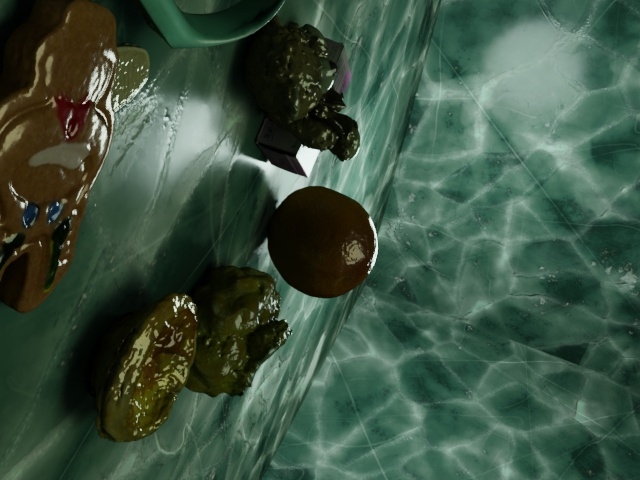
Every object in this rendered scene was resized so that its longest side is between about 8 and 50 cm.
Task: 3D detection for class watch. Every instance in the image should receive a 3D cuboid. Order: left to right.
[{"bbox_3d":[-0.118,-0.304,0.729,0.195,0.068,0.237,-35,156,-1],"label":"watch"}]

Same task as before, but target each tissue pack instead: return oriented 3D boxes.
[{"bbox_3d":[-0.029,-0.265,1.376,0.148,0.093,0.246,56,55,-75],"label":"tissue pack"}]

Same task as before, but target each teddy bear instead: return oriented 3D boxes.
[{"bbox_3d":[-0.042,-0.268,1.169,0.256,0.156,0.267,53,18,-78],"label":"teddy bear"}]

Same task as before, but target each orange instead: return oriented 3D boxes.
[{"bbox_3d":[0.000,0.000,1.580,0.264,0.264,0.264,20,90,-79],"label":"orange"}]

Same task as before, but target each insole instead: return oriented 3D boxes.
[{"bbox_3d":[-0.252,-0.151,0.729,0.248,0.011,0.081,-56,163,-50],"label":"insole"}]

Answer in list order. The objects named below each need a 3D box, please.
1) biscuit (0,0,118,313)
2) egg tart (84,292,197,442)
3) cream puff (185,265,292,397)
[{"bbox_3d":[-0.270,-0.067,0.657,0.202,0.047,0.333,-20,132,-76],"label":"biscuit"},{"bbox_3d":[-0.265,0.180,1.010,0.241,0.106,0.240,18,90,-76],"label":"egg tart"},{"bbox_3d":[-0.155,0.180,1.333,0.282,0.185,0.281,18,90,-76],"label":"cream puff"}]
